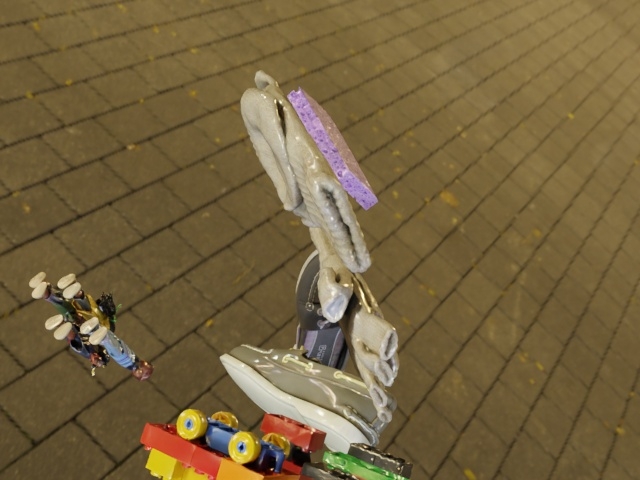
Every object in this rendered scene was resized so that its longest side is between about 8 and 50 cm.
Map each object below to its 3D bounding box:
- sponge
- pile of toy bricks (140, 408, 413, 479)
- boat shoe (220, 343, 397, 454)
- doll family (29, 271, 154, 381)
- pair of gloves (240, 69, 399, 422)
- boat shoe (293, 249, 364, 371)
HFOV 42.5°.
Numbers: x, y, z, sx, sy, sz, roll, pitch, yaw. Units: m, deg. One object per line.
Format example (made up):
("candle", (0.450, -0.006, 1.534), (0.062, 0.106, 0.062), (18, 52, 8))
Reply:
("sponge", (0.021, -0.156, 1.375), (0.117, 0.031, 0.210), (36, 22, -54))
("pile of toy bricks", (0.015, 0.153, 0.358), (0.212, 0.105, 0.118), (14, -6, 33))
("boat shoe", (-0.024, 0.201, 1.126), (0.091, 0.305, 0.109), (-47, 128, -22))
("doll family", (-0.268, 0.108, 0.976), (0.193, 0.076, 0.111), (51, -8, 43))
("pair of gloves", (0.000, 0.000, 0.616), (0.042, 0.240, 0.204), (-24, 40, -3))
("boat shoe", (0.014, 0.149, 1.295), (0.112, 0.335, 0.095), (-5, 46, -16))
